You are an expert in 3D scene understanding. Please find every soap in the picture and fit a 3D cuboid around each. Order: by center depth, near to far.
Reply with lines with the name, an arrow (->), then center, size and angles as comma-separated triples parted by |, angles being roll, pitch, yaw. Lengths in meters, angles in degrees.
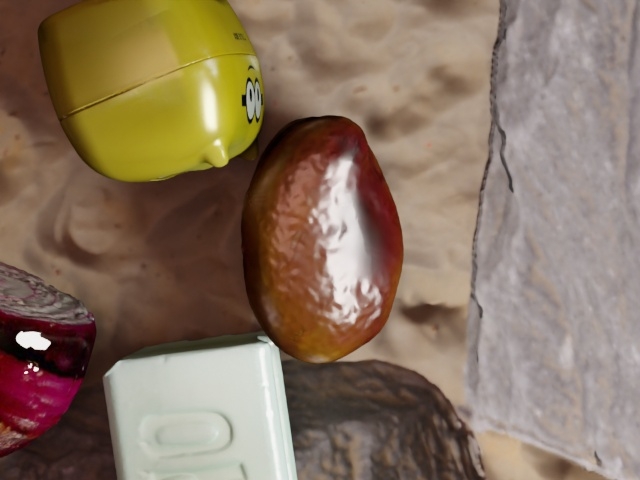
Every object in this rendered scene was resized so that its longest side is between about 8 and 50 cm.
soap -> -0.077, 0.169, 1.265 | 0.119, 0.066, 0.198 | -7, 94, 4

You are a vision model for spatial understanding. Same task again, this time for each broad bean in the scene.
broad bean -> 0.000, 0.000, 1.233 | 0.114, 0.084, 0.165 | -13, 98, -7

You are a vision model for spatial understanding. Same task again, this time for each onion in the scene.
onion -> -0.261, 0.075, 1.196 | 0.195, 0.218, 0.139 | 30, 98, 3

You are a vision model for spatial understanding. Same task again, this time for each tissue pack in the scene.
tissue pack -> -0.104, -0.099, 1.185 | 0.123, 0.178, 0.127 | -19, 91, 9
